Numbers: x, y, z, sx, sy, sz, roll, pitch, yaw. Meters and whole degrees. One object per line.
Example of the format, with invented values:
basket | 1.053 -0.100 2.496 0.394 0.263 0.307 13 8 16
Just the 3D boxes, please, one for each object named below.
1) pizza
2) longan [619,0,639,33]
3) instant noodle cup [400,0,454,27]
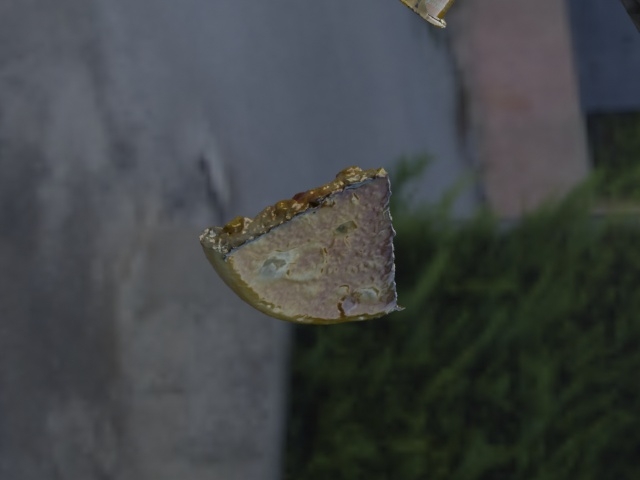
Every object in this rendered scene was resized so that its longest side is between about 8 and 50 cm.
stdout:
pizza | 0.000 0.000 1.232 0.041 0.178 0.131 53 -53 45
longan | 0.254 -0.225 0.783 0.436 0.404 0.404 -55 142 -49
instant noodle cup | 0.082 -0.311 1.533 0.216 0.172 0.216 41 14 -13
